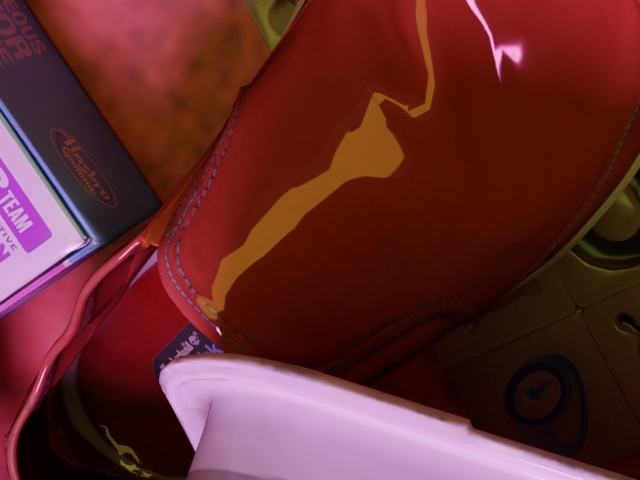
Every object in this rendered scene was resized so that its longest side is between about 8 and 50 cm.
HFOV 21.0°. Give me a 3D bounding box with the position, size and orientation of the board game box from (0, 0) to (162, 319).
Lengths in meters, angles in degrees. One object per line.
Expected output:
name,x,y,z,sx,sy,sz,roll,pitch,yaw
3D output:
board game box,-0.256,-0.024,0.698,0.316,0.064,0.242,-33,93,22

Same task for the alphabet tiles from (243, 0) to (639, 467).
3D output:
alphabet tiles,0.138,-0.061,0.591,0.285,0.011,0.342,-27,95,23

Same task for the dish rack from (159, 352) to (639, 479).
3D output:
dish rack,0.109,0.150,0.522,0.333,0.285,0.072,16,68,12

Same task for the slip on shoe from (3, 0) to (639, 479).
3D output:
slip on shoe,0.000,0.000,0.565,0.123,0.101,0.331,43,126,-4
